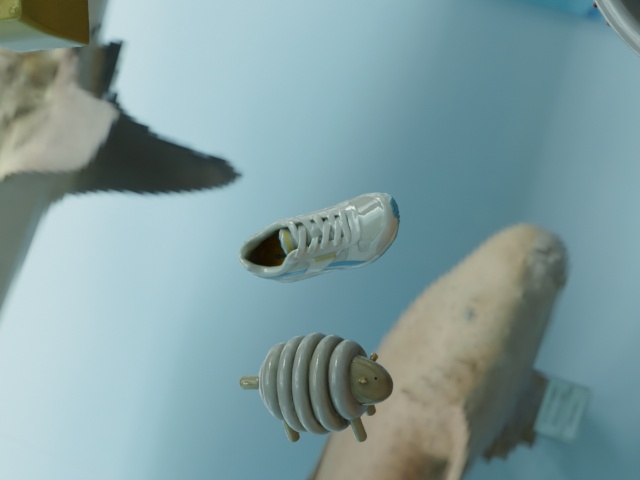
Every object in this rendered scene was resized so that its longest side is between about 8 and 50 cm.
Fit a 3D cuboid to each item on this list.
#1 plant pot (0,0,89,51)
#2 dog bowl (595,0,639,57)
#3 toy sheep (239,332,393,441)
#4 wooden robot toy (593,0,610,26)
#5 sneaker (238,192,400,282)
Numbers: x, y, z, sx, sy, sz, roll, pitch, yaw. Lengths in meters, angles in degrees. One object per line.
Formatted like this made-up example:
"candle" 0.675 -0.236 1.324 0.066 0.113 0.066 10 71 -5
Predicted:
"plant pot" -0.257 -0.210 1.366 0.083 0.081 0.081 -2 -90 -67
"dog bowl" 0.331 -0.245 1.093 0.102 0.348 0.349 0 -72 -54
"toy sheep" -0.005 0.116 1.265 0.091 0.132 0.091 -6 -90 -70
"wooden robot toy" 0.295 -0.264 1.590 0.076 0.079 0.173 -70 16 -6
"sneaker" 0.000 0.000 2.057 0.092 0.228 0.087 10 -119 -57
